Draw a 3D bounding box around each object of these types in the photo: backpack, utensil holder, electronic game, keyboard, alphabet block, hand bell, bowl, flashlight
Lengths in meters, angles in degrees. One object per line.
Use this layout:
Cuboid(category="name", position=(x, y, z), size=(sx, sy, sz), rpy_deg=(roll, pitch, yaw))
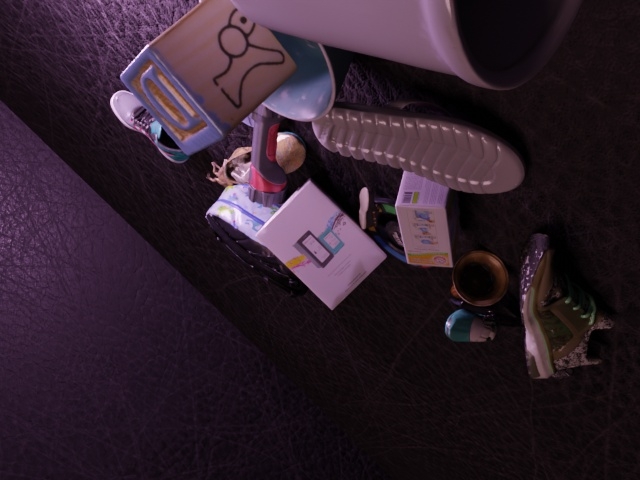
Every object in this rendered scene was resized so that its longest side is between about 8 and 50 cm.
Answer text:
Cuboid(category="backpack", position=(-0.171, -0.019, 1.985), size=(0.356, 0.273, 0.290), rpy_deg=(20, 162, 9))
Cuboid(category="utensil holder", position=(0.094, -0.383, 0.805), size=(0.386, 0.327, 0.327), rpy_deg=(25, 152, 39))
Cuboid(category="electronic game", position=(0.200, -0.016, 1.626), size=(0.229, 0.048, 0.229), rpy_deg=(34, 155, 18))
Cuboid(category="keyboard", position=(0.400, 0.182, 1.555), size=(0.192, 0.038, 0.100), rpy_deg=(16, 180, -7))
Cuboid(category="alphabet block", position=(-0.196, -0.292, 1.151), size=(0.192, 0.197, 0.193), rpy_deg=(51, 155, -19))
Cuboid(category="hand bell", position=(0.352, 0.107, 1.580), size=(0.126, 0.126, 0.242), rpy_deg=(39, 170, 7))
Cuboid(category="bowl", position=(-0.052, -0.391, 1.208), size=(0.312, 0.163, 0.311), rpy_deg=(33, 156, 17))
Cuboid(category="flashlight", position=(-0.115, -0.227, 1.586), size=(0.103, 0.103, 0.304), rpy_deg=(25, 129, 17))

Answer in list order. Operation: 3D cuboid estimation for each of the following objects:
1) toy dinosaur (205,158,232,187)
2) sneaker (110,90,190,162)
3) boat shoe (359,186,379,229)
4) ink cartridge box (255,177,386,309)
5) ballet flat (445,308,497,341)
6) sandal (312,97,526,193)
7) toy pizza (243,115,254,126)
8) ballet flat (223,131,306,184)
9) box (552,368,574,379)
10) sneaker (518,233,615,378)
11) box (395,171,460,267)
Cuboid(category="toy dinosaur", position=(-0.311, -0.194, 2.101), size=(0.093, 0.053, 0.183), rpy_deg=(30, 155, 21))
Cuboid(category="sneaker", position=(-0.506, -0.357, 2.017), size=(0.295, 0.123, 0.178), rpy_deg=(40, 163, -16))
Cuboid(category="boat shoe", position=(0.117, -0.080, 1.570), size=(0.133, 0.042, 0.048), rpy_deg=(87, 167, -50))
Cuboid(category="ink cartridge box", position=(0.000, 0.000, 1.700), size=(0.270, 0.197, 0.198), rpy_deg=(44, -175, -6))
Cuboid(category="ballet flat", position=(0.382, 0.212, 1.618), size=(0.087, 0.083, 0.247), rpy_deg=(14, -179, 29))
Cuboid(category="sandal", position=(0.185, -0.204, 1.244), size=(0.417, 0.102, 0.169), rpy_deg=(18, 151, 14))
Cuboid(category="toy pizza", position=(-0.190, -0.363, 1.640), size=(0.201, 0.032, 0.201), rpy_deg=(33, 156, 17))
Cuboid(category="ballet flat", position=(-0.160, -0.204, 1.770), size=(0.123, 0.123, 0.349), rpy_deg=(51, 155, -21))
Cuboid(category="box", position=(0.580, 0.311, 1.652), size=(0.083, 0.018, 0.067), rpy_deg=(41, 157, 2))
Cuboid(category="sneaker", position=(0.508, 0.133, 1.367), size=(0.182, 0.158, 0.410), rpy_deg=(-5, 136, 18))
Cuboid(category="box", position=(0.232, -0.047, 1.406), size=(0.103, 0.114, 0.203), rpy_deg=(4, 142, 20))
